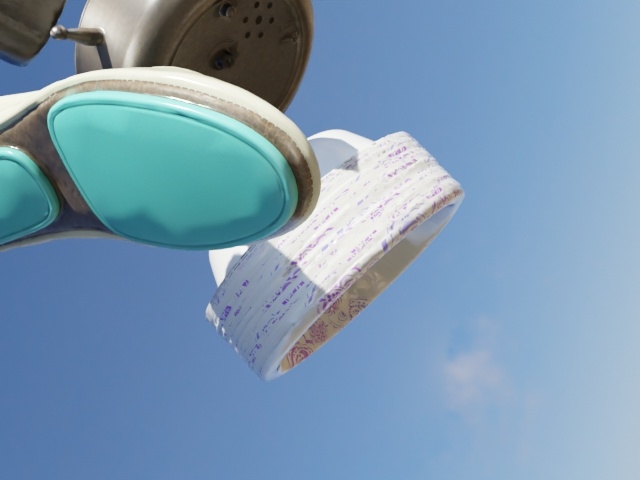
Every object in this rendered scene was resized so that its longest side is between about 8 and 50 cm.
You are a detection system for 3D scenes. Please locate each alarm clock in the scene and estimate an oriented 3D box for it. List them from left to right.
[{"bbox_3d":[-0.047,-0.112,0.535,0.192,0.064,0.129,-41,-33,-25],"label":"alarm clock"}]

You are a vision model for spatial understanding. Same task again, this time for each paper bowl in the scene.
[{"bbox_3d":[0.000,0.000,1.015,0.284,0.148,0.284,-42,-11,-10],"label":"paper bowl"}]

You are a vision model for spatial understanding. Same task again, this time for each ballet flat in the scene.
[{"bbox_3d":[-0.098,-0.042,0.438,0.086,0.248,0.086,4,-95,-60],"label":"ballet flat"}]

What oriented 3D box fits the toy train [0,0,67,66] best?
[{"bbox_3d":[-0.318,-0.228,0.648,0.334,0.190,0.142,26,-90,-57],"label":"toy train"}]
